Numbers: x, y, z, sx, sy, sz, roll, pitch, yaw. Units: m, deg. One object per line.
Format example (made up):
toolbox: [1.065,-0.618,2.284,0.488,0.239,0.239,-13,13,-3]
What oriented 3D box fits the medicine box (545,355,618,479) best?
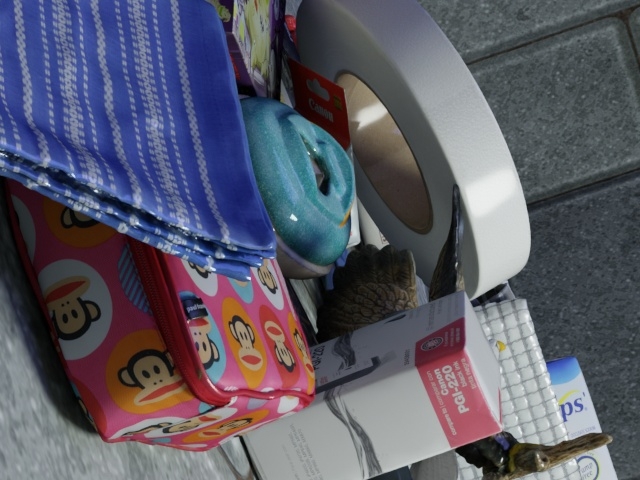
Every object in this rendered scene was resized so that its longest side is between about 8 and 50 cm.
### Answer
medicine box: [0.258,0.319,2.312,0.263,0.149,0.289,-30,-103,67]

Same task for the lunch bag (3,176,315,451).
lunch bag: [-0.116,0.015,1.266,0.293,0.120,0.258,25,43,-73]

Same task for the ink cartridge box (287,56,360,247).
ink cartridge box: [-0.012,-0.095,1.924,0.145,0.045,0.179,37,-39,57]

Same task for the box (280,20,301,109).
box: [-0.046,-0.163,2.106,0.183,0.056,0.231,-83,153,-69]

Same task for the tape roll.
tape roll: [0.098,-0.113,1.984,0.392,0.072,0.392,55,-16,24]

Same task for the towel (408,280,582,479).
towel: [0.163,0.199,2.088,0.121,0.235,0.284,-91,162,-69]

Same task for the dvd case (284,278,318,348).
dvd case: [-0.019,0.125,1.851,0.164,0.018,0.221,-95,164,-53]

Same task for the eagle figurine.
eagle figurine: [0.125,0.125,1.828,0.298,0.226,0.225,57,7,-3]

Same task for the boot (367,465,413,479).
boot: [0.074,0.285,1.651,0.246,0.094,0.207,6,-66,67]

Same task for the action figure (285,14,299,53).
action figure: [0.017,-0.165,2.312,0.280,0.091,0.139,67,15,0]

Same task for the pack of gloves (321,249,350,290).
pack of gloves: [0.041,0.062,2.213,0.195,0.046,0.232,59,16,-55]

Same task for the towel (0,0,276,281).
towel: [-0.164,-0.124,1.093,0.336,0.040,0.243,26,40,-43]

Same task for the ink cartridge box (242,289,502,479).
ink cartridge box: [0.047,0.142,1.600,0.158,0.218,0.092,-76,141,-72]

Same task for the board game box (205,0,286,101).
board game box: [-0.078,-0.242,1.798,0.347,0.056,0.208,68,19,-75]

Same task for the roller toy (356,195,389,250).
roller toy: [0.101,-0.071,2.476,0.209,0.146,0.191,78,-3,-82]

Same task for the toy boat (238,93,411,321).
toy boat: [0.000,0.000,1.734,0.318,0.148,0.267,68,13,6]
